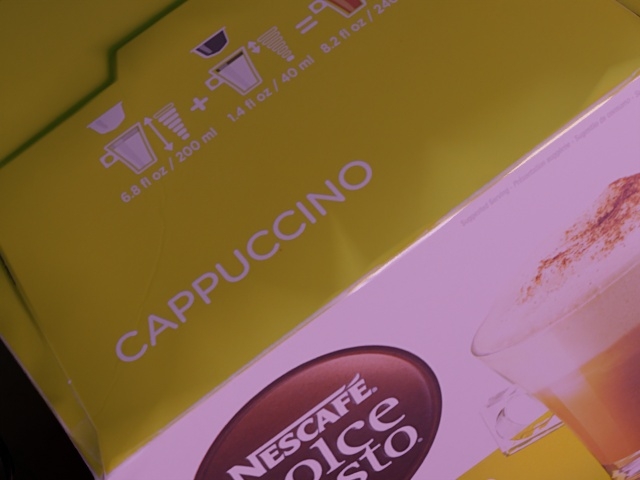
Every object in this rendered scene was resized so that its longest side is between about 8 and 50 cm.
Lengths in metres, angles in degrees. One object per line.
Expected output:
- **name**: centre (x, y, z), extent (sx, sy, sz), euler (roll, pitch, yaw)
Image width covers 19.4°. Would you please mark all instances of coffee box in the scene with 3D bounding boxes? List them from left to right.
- **coffee box**: centre (0.000, 0.000, 1.030), extent (0.338, 0.334, 0.338), euler (-36, 51, -6)

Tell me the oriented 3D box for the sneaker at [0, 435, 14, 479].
- **sneaker**: centre (-0.234, 0.211, 1.063), extent (0.098, 0.135, 0.276), euler (2, 65, 18)
